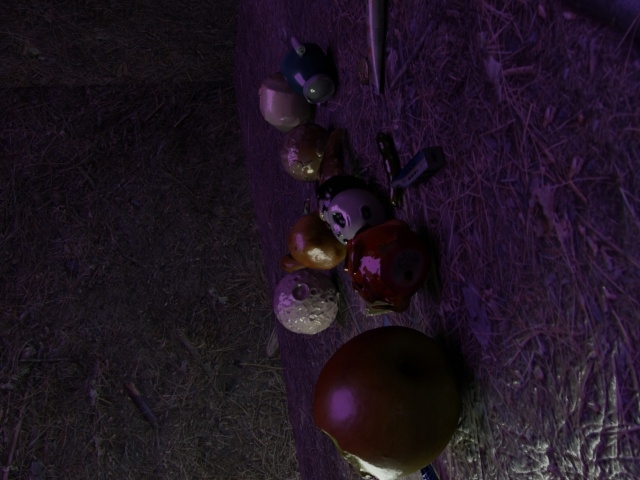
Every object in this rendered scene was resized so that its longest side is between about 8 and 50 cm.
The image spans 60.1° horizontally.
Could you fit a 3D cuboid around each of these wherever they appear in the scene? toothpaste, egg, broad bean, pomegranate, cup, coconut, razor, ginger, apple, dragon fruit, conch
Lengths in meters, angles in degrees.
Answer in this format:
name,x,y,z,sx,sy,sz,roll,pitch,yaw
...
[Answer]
name,x,y,z,sx,sy,sz,roll,pitch,yaw
toothpaste,0.144,-0.552,1.473,0.056,0.058,0.314,13,121,28
egg,-0.040,-0.315,1.971,0.203,0.203,0.245,102,174,-49
broad bean,0.185,-0.193,1.487,0.069,0.039,0.227,133,129,-78
pomegranate,0.000,0.000,1.948,0.215,0.215,0.215,174,90,-75
cup,-0.032,-0.570,1.922,0.173,0.167,0.299,62,-178,33
coconut,-0.140,-0.548,2.222,0.224,0.224,0.234,-116,37,-52
razor,0.269,0.581,1.493,0.082,0.042,0.253,-47,36,14
ginger,0.035,-0.228,1.785,0.148,0.081,0.333,114,161,-57
apple,0.155,0.366,1.276,0.339,0.339,0.339,174,90,-75
dragon fruit,0.158,0.056,1.362,0.227,0.224,0.224,176,88,-74
conch,-0.097,0.107,2.573,0.330,0.109,0.093,8,143,54

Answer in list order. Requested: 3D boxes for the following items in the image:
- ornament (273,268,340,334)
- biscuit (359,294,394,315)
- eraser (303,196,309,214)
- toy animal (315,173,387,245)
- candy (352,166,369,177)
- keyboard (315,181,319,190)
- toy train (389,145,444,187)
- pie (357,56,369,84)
name,x,y,z,sx,sy,sz,roll,pitch,yaw
ornament,-0.054,0.232,2.125,0.225,0.259,0.259,65,-170,-64
biscuit,0.165,0.096,1.542,0.062,0.108,0.239,-133,40,-63
eraser,-0.063,-0.152,2.440,0.019,0.027,0.099,-103,15,-51
toy animal,0.096,-0.081,1.611,0.187,0.165,0.235,59,-177,-37
candy,0.090,-0.194,1.811,0.288,0.078,0.084,161,105,-67
keyboard,0.007,-0.236,2.178,0.196,0.015,0.074,-178,85,-74
toy train,0.224,-0.158,1.333,0.234,0.052,0.051,131,126,-70
pie,0.127,-0.495,1.617,0.085,0.017,0.085,172,90,-75
